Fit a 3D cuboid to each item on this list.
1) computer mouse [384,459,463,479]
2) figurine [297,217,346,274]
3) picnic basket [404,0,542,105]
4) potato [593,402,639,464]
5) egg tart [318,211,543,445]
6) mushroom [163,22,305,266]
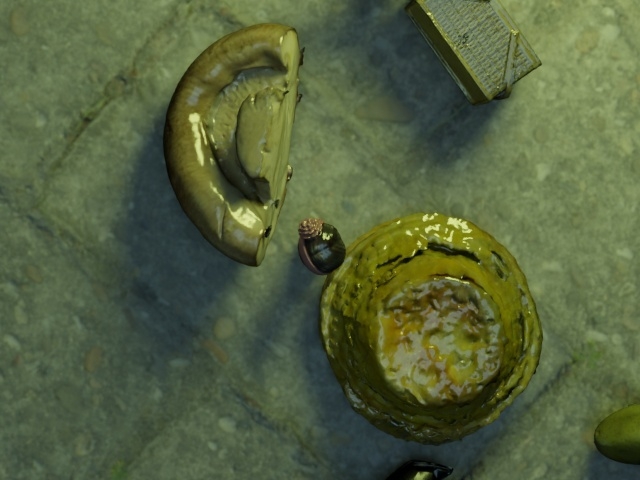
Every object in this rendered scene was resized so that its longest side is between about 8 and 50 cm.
[{"bbox_3d":[0.084,0.374,1.506,0.242,0.077,0.146,-42,97,-1],"label":"computer mouse"},{"bbox_3d":[0.000,0.000,1.431,0.054,0.129,0.072,-16,97,3],"label":"figurine"},{"bbox_3d":[0.179,-0.243,1.420,0.079,0.115,0.164,-37,97,-1],"label":"picnic basket"},{"bbox_3d":[0.438,0.243,1.502,0.188,0.105,0.085,-2,79,-15],"label":"potato"},{"bbox_3d":[0.137,0.110,1.456,0.294,0.123,0.294,0,95,-3],"label":"egg tart"},{"bbox_3d":[-0.111,-0.116,1.410,0.151,0.156,0.285,7,84,8],"label":"mushroom"}]
